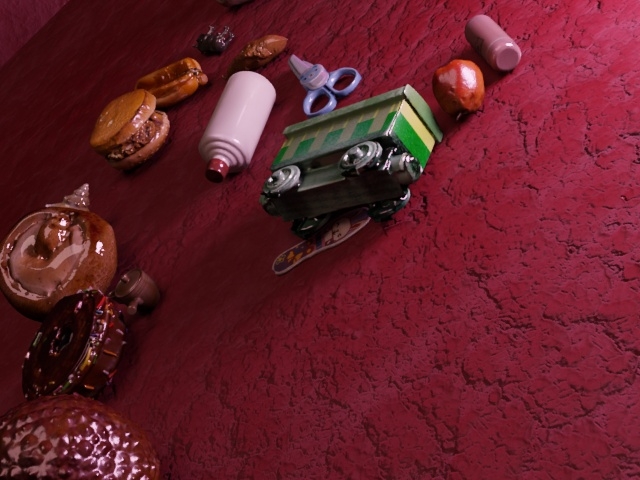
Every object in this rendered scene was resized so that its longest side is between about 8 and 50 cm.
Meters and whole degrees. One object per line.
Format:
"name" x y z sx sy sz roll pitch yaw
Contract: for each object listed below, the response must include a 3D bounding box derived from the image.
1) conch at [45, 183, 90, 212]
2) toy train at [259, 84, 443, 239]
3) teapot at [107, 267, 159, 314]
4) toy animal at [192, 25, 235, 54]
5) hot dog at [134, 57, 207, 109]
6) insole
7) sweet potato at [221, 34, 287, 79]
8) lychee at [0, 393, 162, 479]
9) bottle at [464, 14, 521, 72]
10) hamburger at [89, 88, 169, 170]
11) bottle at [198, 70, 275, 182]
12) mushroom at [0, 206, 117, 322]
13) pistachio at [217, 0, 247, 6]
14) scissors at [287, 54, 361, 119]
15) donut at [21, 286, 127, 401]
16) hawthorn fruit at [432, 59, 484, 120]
"conch" -0.525 -0.006 2.094 0.137 0.114 0.233 11 96 61
"toy train" 0.040 -0.117 1.566 0.301 0.120 0.202 -14 38 39
"teapot" -0.333 0.106 1.764 0.085 0.080 0.110 -35 33 15
"toy animal" -0.262 -0.476 2.370 0.136 0.047 0.065 15 73 48
"hot dog" -0.358 -0.354 2.320 0.250 0.068 0.100 -10 59 45
"insole" 0.000 0.000 1.586 0.197 0.004 0.065 -30 36 22
"sweet potato" -0.148 -0.398 2.148 0.206 0.060 0.068 -25 2 45
"lychee" -0.352 0.340 1.368 0.261 0.260 0.260 -29 36 23
"bottle" 0.275 -0.317 1.591 0.053 0.053 0.140 -38 33 10
"hamburger" -0.417 -0.242 2.214 0.191 0.118 0.181 9 63 56
"bottle" -0.167 -0.211 1.915 0.104 0.104 0.245 -15 43 38
"mushroom" -0.508 0.045 1.931 0.253 0.153 0.253 -8 67 18
"pistachio" -0.180 -0.646 2.396 0.238 0.153 0.137 -15 83 41
"scissors" -0.010 -0.313 1.923 0.125 0.030 0.256 -41 35 2
"donut" -0.427 0.197 1.743 0.235 0.089 0.235 -31 40 30
"hawthorn fruit" 0.217 -0.230 1.546 0.081 0.081 0.093 -27 66 25
